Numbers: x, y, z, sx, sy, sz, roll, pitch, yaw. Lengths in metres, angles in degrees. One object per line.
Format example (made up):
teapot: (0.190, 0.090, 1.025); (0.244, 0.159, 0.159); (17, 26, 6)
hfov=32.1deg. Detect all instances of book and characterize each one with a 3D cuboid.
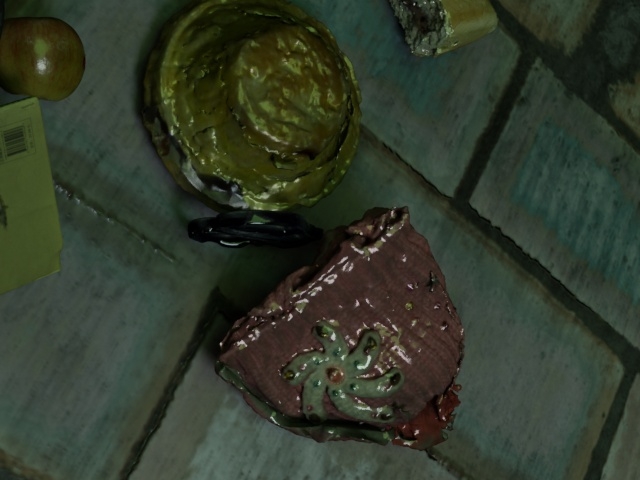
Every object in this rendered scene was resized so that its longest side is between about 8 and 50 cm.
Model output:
book: (-0.302, -0.014, 0.901); (0.192, 0.013, 0.167); (-24, 128, -34)

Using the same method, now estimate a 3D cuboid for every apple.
apple: (-0.246, -0.157, 0.965); (0.084, 0.084, 0.071); (-1, 94, -35)

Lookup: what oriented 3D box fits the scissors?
scissors: (0.000, 0.000, 1.123); (0.300, 0.109, 0.022); (10, 74, -46)

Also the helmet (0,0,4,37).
helmet: (-0.347, -0.171, 0.827); (0.216, 0.193, 0.189); (-1, 81, -18)

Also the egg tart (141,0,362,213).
egg tart: (-0.053, -0.136, 1.084); (0.241, 0.106, 0.241); (5, 81, -30)

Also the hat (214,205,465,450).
hat: (0.055, 0.121, 1.101); (0.237, 0.107, 0.286); (-38, 127, 4)

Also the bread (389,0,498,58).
bread: (0.131, -0.268, 1.239); (0.106, 0.082, 0.125); (-18, 85, -45)
